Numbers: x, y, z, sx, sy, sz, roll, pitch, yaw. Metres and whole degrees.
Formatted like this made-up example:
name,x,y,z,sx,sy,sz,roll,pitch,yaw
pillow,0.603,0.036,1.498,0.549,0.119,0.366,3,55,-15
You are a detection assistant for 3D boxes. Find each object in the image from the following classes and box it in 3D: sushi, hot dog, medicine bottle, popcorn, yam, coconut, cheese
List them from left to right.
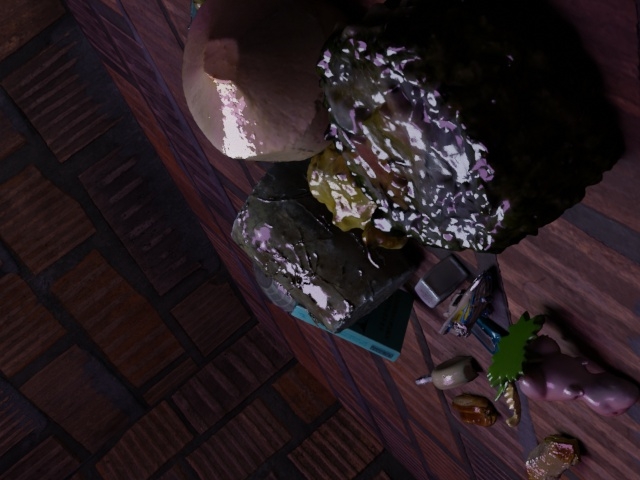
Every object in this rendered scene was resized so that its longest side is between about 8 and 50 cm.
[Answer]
name,x,y,z,sx,sy,sz,roll,pitch,yaw
coconut,-0.070,-0.235,1.201,0.259,0.259,0.259,47,166,15
yam,0.000,0.000,1.670,0.348,0.241,0.241,46,166,15
popcorn,0.071,-0.077,1.372,0.168,0.173,0.195,-21,107,31
medicine bottle,0.207,0.077,1.521,0.055,0.074,0.118,48,166,10
sushi,0.135,-0.141,0.964,0.294,0.178,0.352,56,165,-14
cheese,0.269,0.279,1.830,0.048,0.092,0.171,66,159,1
hot dog,0.343,0.380,1.943,0.071,0.045,0.165,50,167,-3
hot dog,0.443,0.404,1.641,0.078,0.061,0.169,41,139,10

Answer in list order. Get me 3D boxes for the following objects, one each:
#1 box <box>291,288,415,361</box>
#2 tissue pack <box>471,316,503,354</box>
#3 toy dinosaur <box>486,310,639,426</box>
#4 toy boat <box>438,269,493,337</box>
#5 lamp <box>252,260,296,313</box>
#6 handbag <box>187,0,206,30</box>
name,x,y,z,sx,sy,sz,roll,pitch,yaw
box,0.070,0.131,1.765,0.229,0.162,0.041,25,136,-5
tissue pack,0.299,0.166,1.566,0.138,0.028,0.085,46,163,41
toy dinosaur,0.357,0.193,1.295,0.177,0.152,0.194,35,145,-13
toy boat,0.254,0.099,1.448,0.066,0.084,0.210,42,155,17
lamp,-0.029,0.055,1.942,0.233,0.233,0.265,58,165,-26
handbag,-0.125,-0.324,1.494,0.274,0.100,0.268,52,166,-2
